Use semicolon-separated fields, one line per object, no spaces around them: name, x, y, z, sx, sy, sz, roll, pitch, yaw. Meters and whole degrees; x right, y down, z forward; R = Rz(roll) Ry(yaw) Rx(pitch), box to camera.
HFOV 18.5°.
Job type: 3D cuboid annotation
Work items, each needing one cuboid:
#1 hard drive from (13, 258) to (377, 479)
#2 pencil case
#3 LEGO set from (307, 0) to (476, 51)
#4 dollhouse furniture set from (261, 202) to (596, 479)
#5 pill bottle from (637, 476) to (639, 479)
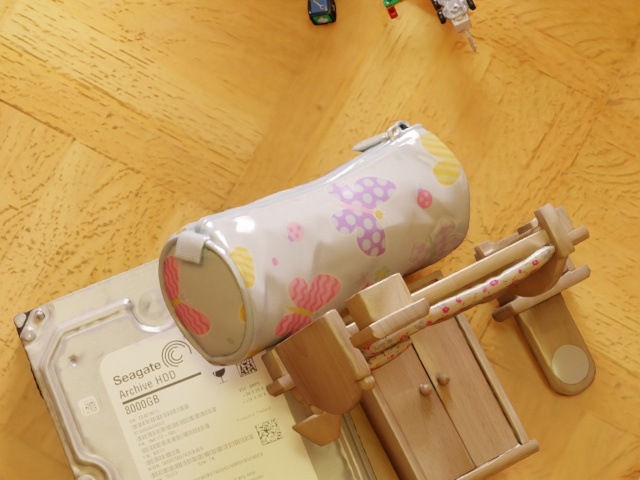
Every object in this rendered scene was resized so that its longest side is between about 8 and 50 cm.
hard drive;-0.088;0.177;1.640;0.237;0.064;0.339;-21;80;-5
pencil case;0.000;0.000;1.590;0.273;0.124;0.113;-28;45;-36
LEGO set;0.088;-0.281;1.743;0.182;0.060;0.244;23;79;22
dollhouse furniture set;0.142;0.086;1.488;0.303;0.355;0.174;-26;86;-18
pill bottle;0.364;0.143;1.621;0.131;0.131;0.229;37;80;6
